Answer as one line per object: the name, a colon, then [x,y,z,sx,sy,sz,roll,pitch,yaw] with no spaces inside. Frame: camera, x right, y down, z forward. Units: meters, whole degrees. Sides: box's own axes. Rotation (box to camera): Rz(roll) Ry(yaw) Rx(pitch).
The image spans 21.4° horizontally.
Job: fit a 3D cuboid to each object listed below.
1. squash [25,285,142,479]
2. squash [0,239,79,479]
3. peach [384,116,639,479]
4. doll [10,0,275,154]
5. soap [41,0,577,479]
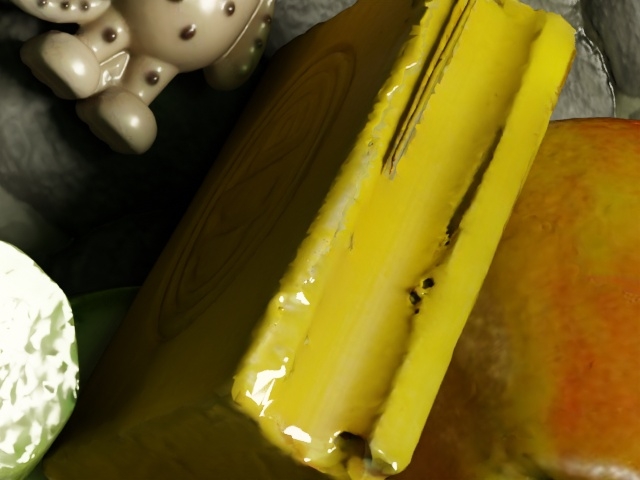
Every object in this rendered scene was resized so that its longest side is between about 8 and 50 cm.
squash: [-0.104,0.135,0.934,0.219,0.041,0.219,3,84,-38]
squash: [-0.192,0.065,0.809,0.170,0.123,0.170,7,77,-33]
peach: [0.170,0.073,0.998,0.308,0.308,0.332,49,23,-25]
doll: [-0.056,-0.177,0.956,0.278,0.119,0.154,-44,112,-21]
soap: [0.000,0.000,0.888,0.096,0.204,0.324,41,52,-20]
